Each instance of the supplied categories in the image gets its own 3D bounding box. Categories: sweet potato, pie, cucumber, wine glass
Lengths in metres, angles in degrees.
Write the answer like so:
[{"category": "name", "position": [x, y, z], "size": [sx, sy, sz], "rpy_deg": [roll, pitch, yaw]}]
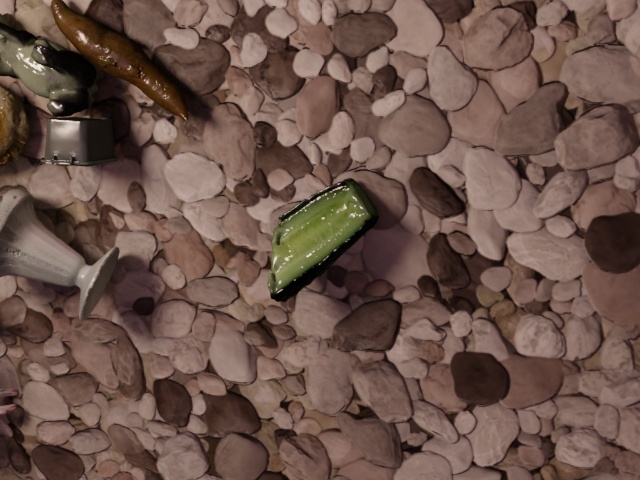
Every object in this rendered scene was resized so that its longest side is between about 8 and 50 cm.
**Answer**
[{"category": "sweet potato", "position": [-0.290, -0.265, 1.537], "size": [0.274, 0.067, 0.067], "rpy_deg": [38, 115, 3]}, {"category": "pie", "position": [-0.550, -0.185, 1.634], "size": [0.193, 0.079, 0.163], "rpy_deg": [-11, 102, 21]}, {"category": "cucumber", "position": [0.000, 0.000, 1.550], "size": [0.193, 0.115, 0.085], "rpy_deg": [-41, 139, 20]}, {"category": "wine glass", "position": [-0.429, 0.026, 1.643], "size": [0.196, 0.165, 0.165], "rpy_deg": [25, 115, -4]}]

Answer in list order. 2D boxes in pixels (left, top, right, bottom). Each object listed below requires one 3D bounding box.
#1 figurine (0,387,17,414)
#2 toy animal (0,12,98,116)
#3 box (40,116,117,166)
[{"category": "figurine", "position": [-0.700, 0.205, 1.753], "size": [0.315, 0.284, 0.206], "rpy_deg": [25, 127, 32]}, {"category": "toy animal", "position": [-0.429, -0.269, 1.547], "size": [0.225, 0.121, 0.094], "rpy_deg": [28, 106, 9]}, {"category": "box", "position": [-0.361, -0.150, 1.574], "size": [0.084, 0.122, 0.069], "rpy_deg": [6, 99, 12]}]
